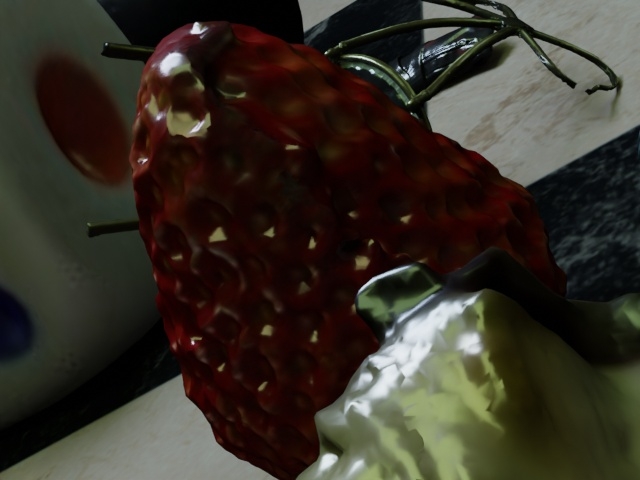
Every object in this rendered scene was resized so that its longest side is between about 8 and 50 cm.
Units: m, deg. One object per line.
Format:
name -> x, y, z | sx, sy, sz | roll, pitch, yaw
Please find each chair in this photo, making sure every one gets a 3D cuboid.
chair -> 0.025, -0.059, 0.945 | 0.325, 0.170, 0.159 | -10, 31, -39

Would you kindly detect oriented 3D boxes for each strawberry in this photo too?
strawberry -> 0.000, 0.000, 0.709 | 0.205, 0.244, 0.205 | -28, 23, 13

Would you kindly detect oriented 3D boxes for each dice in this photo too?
dice -> -0.296, -0.036, 1.161 | 0.304, 0.304, 0.277 | -25, 23, 26

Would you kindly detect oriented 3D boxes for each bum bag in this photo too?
bum bag -> 0.091, -0.144, 1.184 | 0.124, 0.034, 0.058 | -25, 37, 27

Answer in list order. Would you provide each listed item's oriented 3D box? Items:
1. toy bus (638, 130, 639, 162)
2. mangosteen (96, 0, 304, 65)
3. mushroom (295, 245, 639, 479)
toy bus -> 0.252, -0.006, 0.494 | 0.271, 0.133, 0.165 | -22, 28, 27
mangosteen -> -0.154, -0.162, 1.355 | 0.275, 0.275, 0.302 | -131, 60, -70
mushroom -> 0.165, 0.150, 0.234 | 0.313, 0.224, 0.397 | -18, 30, 5
